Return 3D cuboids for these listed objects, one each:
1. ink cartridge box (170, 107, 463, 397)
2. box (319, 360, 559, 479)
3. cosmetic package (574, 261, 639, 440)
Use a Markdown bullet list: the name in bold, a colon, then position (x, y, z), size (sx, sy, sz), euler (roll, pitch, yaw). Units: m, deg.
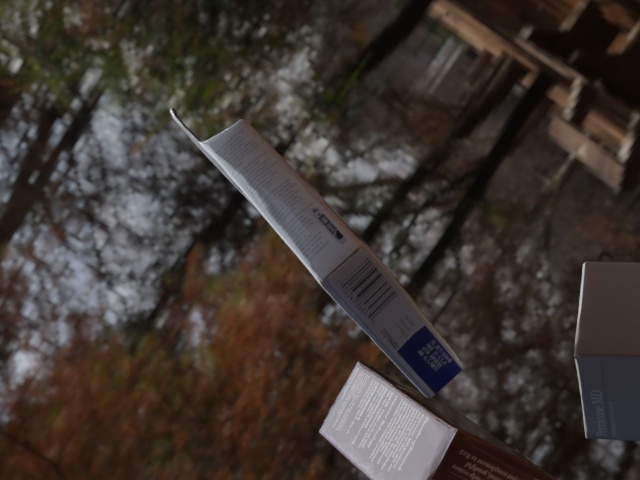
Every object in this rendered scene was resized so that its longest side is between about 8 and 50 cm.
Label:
- **ink cartridge box**: position (0.000, 0.000, 1.063), size (0.224, 0.045, 0.223), euler (47, 179, 36)
- **box**: position (0.159, 0.306, 1.940), size (0.191, 0.143, 0.381), euler (29, 180, -21)
- **cosmetic package**: position (0.322, 0.091, 1.068), size (0.127, 0.238, 0.107), euler (69, -155, -46)
